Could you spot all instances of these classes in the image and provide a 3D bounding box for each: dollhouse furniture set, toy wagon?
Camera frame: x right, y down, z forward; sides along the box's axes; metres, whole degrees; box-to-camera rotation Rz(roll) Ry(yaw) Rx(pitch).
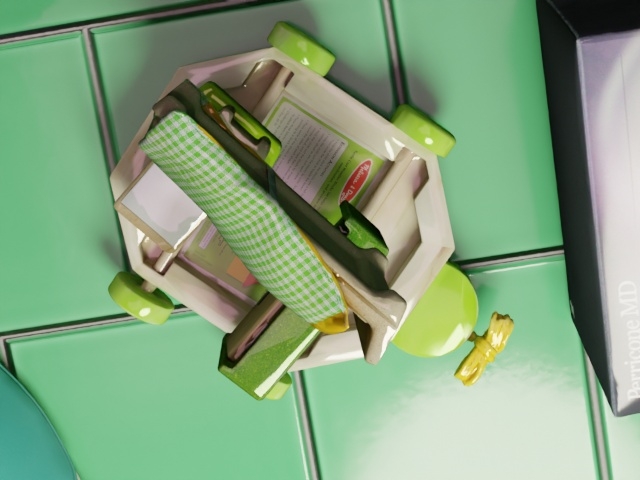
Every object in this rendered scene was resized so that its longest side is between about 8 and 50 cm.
[{"bbox_3d":[-0.067,0.012,0.861,0.197,0.301,0.151,41,96,-8],"label":"dollhouse furniture set"},{"bbox_3d":[0.000,0.000,1.046,0.344,0.068,0.267,33,100,-4],"label":"toy wagon"}]

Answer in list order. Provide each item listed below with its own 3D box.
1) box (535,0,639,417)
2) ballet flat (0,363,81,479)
[{"bbox_3d":[0.330,-0.051,0.941,0.294,0.183,0.296,-9,111,5],"label":"box"},{"bbox_3d":[-0.246,0.263,1.081,0.139,0.139,0.400,-38,97,8],"label":"ballet flat"}]
